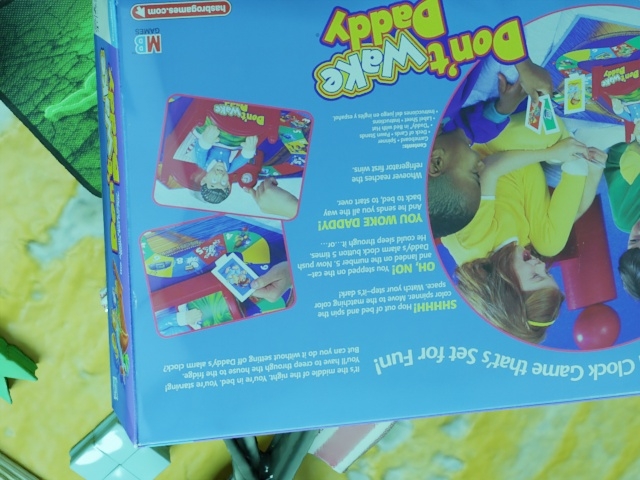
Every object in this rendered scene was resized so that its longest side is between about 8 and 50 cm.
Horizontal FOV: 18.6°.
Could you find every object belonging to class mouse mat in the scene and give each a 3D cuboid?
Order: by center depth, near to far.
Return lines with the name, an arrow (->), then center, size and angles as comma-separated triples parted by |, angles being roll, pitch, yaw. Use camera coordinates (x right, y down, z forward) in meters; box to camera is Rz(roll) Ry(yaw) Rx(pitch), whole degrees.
mouse mat -> -0.082, -0.105, 1.046 | 0.190, 0.007, 0.152 | -29, 132, 14

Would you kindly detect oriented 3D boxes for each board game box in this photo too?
board game box -> 0.061, -0.029, 1.023 | 0.347, 0.078, 0.233 | -4, 103, -14

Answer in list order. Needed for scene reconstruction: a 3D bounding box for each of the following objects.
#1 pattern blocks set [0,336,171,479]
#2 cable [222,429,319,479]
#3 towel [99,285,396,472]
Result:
pattern blocks set -> -0.262, 0.190, 1.208 | 0.285, 0.026, 0.325 | 30, 112, -21
cable -> -0.041, 0.171, 1.163 | 0.139, 0.072, 0.287 | 15, 135, -19
towel -> -0.013, 0.039, 1.151 | 0.197, 0.029, 0.144 | 36, 107, -23
